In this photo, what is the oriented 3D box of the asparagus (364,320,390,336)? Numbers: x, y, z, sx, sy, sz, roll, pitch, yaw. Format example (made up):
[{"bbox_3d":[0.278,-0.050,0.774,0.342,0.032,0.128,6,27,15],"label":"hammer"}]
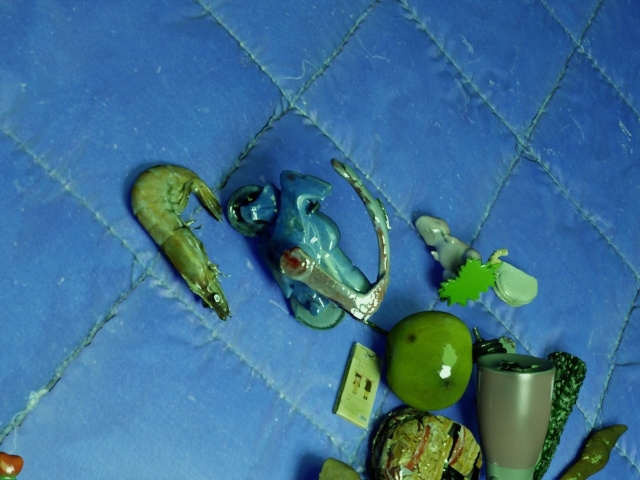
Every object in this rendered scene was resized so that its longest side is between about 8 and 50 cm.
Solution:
[{"bbox_3d":[0.120,0.176,1.604,0.163,0.016,0.016,29,84,-24],"label":"asparagus"}]

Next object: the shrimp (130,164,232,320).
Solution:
[{"bbox_3d":[-0.211,-0.006,1.409,0.169,0.058,0.296,-33,90,-42],"label":"shrimp"}]

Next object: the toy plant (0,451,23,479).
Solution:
[{"bbox_3d":[-0.487,0.384,0.978,0.280,0.185,0.400,10,52,-40],"label":"toy plant"}]

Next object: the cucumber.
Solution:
[{"bbox_3d":[0.478,0.396,1.730,0.096,0.096,0.359,45,52,-14],"label":"cucumber"}]

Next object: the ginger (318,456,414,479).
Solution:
[{"bbox_3d":[0.096,0.487,1.331,0.218,0.270,0.123,-68,155,-15],"label":"ginger"}]

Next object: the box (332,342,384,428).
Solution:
[{"bbox_3d":[0.074,0.274,1.529,0.073,0.020,0.149,33,56,-21],"label":"box"}]

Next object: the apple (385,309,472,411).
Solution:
[{"bbox_3d":[0.203,0.225,1.536,0.157,0.196,0.196,4,67,-1],"label":"apple"}]

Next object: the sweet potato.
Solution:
[{"bbox_3d":[0.610,0.484,1.815,0.274,0.067,0.067,-27,89,-38],"label":"sweet potato"}]

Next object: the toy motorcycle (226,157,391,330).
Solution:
[{"bbox_3d":[0.000,-0.003,1.474,0.241,0.182,0.319,-36,96,-12],"label":"toy motorcycle"}]

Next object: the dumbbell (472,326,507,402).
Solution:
[{"bbox_3d":[0.354,0.281,1.680,0.099,0.099,0.208,-10,79,-38],"label":"dumbbell"}]

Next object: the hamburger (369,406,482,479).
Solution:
[{"bbox_3d":[0.193,0.423,1.508,0.231,0.107,0.230,8,76,-33],"label":"hamburger"}]

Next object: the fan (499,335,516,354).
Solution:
[{"bbox_3d":[0.415,0.254,1.796,0.056,0.004,0.083,23,61,-28],"label":"fan"}]

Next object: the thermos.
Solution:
[{"bbox_3d":[0.379,0.360,1.567,0.176,0.146,0.264,-7,101,-42],"label":"thermos"}]

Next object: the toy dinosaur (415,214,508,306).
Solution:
[{"bbox_3d":[0.283,0.046,1.727,0.194,0.152,0.177,21,32,-21],"label":"toy dinosaur"}]

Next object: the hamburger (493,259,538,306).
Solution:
[{"bbox_3d":[0.434,0.107,1.839,0.121,0.054,0.084,33,60,-19],"label":"hamburger"}]
